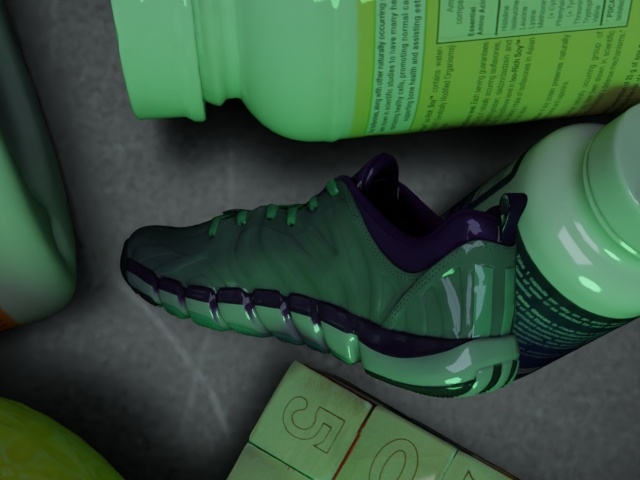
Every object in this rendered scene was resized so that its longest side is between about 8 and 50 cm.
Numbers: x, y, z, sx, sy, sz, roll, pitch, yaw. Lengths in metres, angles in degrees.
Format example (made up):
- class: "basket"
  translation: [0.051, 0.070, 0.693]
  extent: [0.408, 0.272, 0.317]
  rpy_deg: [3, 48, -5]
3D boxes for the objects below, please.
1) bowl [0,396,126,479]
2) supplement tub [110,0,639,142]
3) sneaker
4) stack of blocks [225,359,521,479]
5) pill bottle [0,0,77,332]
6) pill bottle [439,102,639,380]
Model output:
- class: "bowl"
  translation: [-0.118, 0.185, 0.550]
  extent: [0.156, 0.289, 0.289]
  rpy_deg: [-8, 88, -32]
- class: "supplement tub"
  translation: [0.070, -0.171, 0.603]
  extent: [0.331, 0.241, 0.241]
  rpy_deg: [-6, 88, -4]
- class: "sneaker"
  translation: [0.000, 0.000, 0.629]
  extent: [0.224, 0.083, 0.098]
  rpy_deg: [14, 102, 32]
- class: "stack of blocks"
  translation: [0.110, 0.171, 0.623]
  extent: [0.297, 0.171, 0.087]
  rpy_deg: [28, 85, 16]
- class: "pill bottle"
  translation: [-0.326, -0.015, 0.579]
  extent: [0.392, 0.224, 0.224]
  rpy_deg: [-18, 89, -4]
- class: "pill bottle"
  translation: [0.116, 0.002, 0.624]
  extent: [0.094, 0.169, 0.094]
  rpy_deg: [11, 64, -23]
